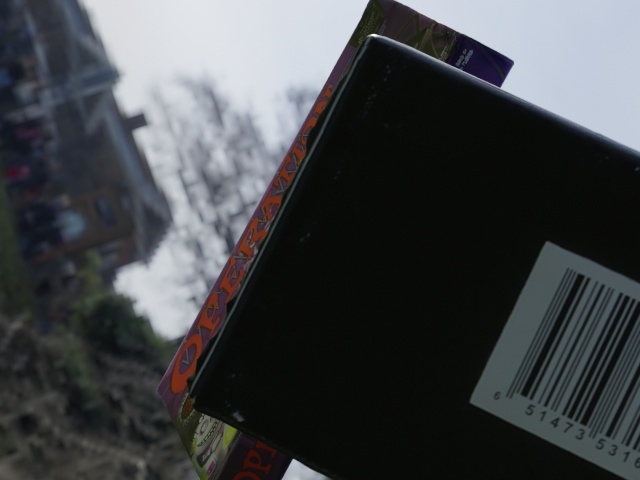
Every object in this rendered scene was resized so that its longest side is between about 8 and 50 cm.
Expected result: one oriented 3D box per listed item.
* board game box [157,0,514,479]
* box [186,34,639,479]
[{"bbox_3d":[0.000,0.000,1.256,0.347,0.056,0.208,-61,-164,6],"label":"board game box"},{"bbox_3d":[0.128,0.063,0.843,0.296,0.182,0.294,26,-3,9],"label":"box"}]
